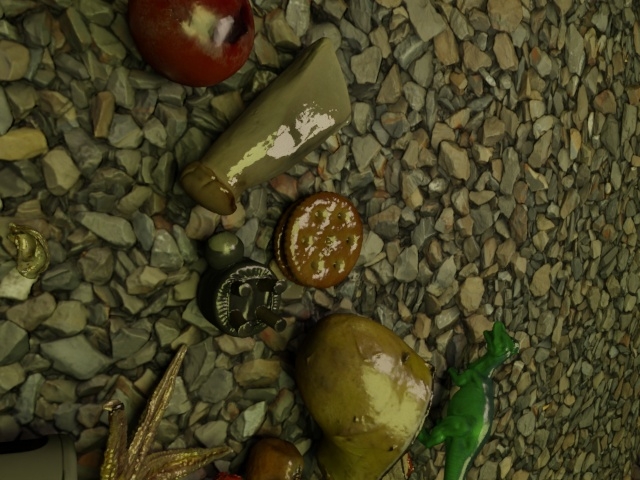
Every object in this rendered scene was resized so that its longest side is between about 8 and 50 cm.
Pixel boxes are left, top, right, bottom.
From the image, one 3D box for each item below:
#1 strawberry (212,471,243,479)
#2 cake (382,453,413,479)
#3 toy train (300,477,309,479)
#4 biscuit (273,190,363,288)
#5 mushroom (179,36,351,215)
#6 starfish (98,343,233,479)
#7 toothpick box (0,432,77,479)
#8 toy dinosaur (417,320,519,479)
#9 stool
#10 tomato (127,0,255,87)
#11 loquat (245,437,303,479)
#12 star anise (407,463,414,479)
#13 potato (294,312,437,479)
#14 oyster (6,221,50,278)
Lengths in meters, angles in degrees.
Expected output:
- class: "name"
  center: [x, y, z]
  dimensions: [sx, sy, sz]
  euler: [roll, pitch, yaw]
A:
- class: "strawberry"
  center: [-0.186, 0.544, 1.035]
  dimensions: [0.121, 0.082, 0.188]
  euler: [-49, 136, -22]
- class: "cake"
  center: [0.196, 0.520, 1.313]
  dimensions: [0.086, 0.116, 0.221]
  euler: [10, 96, -71]
- class: "toy train"
  center: [-0.053, 0.662, 1.114]
  dimensions: [0.177, 0.116, 0.285]
  euler: [53, 28, -2]
- class: "biscuit"
  center: [0.000, 0.000, 1.127]
  dimensions: [0.220, 0.066, 0.221]
  euler: [-6, 101, -36]
- class: "mushroom"
  center: [-0.088, -0.207, 0.987]
  dimensions: [0.407, 0.137, 0.154]
  euler: [-48, 132, -15]
- class: "starfish"
  center: [-0.312, 0.411, 0.891]
  dimensions: [0.398, 0.132, 0.384]
  euler: [-8, 112, -66]
- class: "toothpick box"
  center: [-0.543, 0.413, 0.744]
  dimensions: [0.316, 0.229, 0.229]
  euler: [10, 93, -34]
- class: "toy dinosaur"
  center: [0.431, 0.493, 1.309]
  dimensions: [0.143, 0.500, 0.374]
  euler: [30, 117, -26]
- class: "stool"
  center: [-0.159, 0.100, 0.993]
  dimensions: [0.153, 0.139, 0.228]
  euler: [-49, 124, -18]
- class: "tomato"
  center: [-0.208, -0.362, 0.845]
  dimensions: [0.208, 0.184, 0.208]
  euler: [-6, 102, -31]
- class: "loquat"
  center: [-0.099, 0.499, 1.112]
  dimensions: [0.113, 0.137, 0.137]
  euler: [42, 75, -42]
- class: "star anise"
  center: [0.192, 0.728, 1.377]
  dimensions: [0.234, 0.073, 0.177]
  euler: [-48, 149, -24]
- class: "potato"
  center: [0.049, 0.348, 1.164]
  dimensions: [0.295, 0.290, 0.397]
  euler: [32, 120, -6]
- class: "oyster"
  center: [-0.480, 0.015, 0.834]
  dimensions: [0.080, 0.038, 0.083]
  euler: [31, 107, -24]
